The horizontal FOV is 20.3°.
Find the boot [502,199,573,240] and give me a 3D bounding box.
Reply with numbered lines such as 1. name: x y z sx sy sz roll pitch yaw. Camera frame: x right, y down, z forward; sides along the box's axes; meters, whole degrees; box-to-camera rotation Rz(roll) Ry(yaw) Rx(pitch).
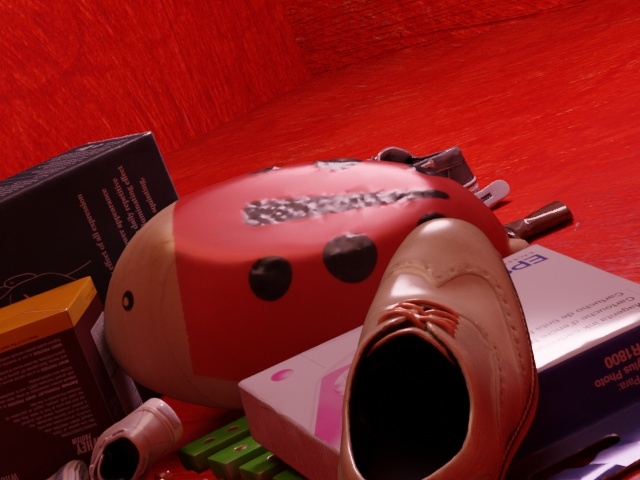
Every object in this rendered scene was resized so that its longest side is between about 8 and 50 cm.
1. boot: 0.260 -0.018 2.142 0.114 0.037 0.106 -19 12 -14

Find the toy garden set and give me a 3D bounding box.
1. toy garden set: -0.066 0.220 1.590 0.204 0.049 0.244 -25 12 -25

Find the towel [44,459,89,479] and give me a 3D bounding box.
1. towel: -0.353 0.302 1.711 0.285 0.034 0.209 -26 10 2

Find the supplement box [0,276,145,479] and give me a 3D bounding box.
1. supplement box: -0.301 0.172 1.865 0.191 0.194 0.129 -20 12 9

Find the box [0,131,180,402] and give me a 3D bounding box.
1. box: -0.347 0.083 2.125 0.395 0.293 0.212 -27 12 -29

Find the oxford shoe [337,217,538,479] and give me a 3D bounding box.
1. oxford shoe: 0.088 0.094 1.308 0.140 0.146 0.397 -2 39 7

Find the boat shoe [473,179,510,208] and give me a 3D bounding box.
1. boat shoe: 0.208 -0.048 2.395 0.100 0.035 0.035 -30 -14 -22

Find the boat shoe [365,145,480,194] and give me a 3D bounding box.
1. boat shoe: 0.104 -0.084 2.566 0.108 0.102 0.301 -29 13 -33

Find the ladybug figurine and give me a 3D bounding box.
1. ladybug figurine: -0.008 0.027 1.830 0.449 0.162 0.305 -10 39 0

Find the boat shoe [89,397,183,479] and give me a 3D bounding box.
1. boat shoe: -0.190 0.212 1.716 0.063 0.066 0.184 -37 1 -37

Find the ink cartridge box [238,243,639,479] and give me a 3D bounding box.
1. ink cartridge box: 0.138 0.119 1.473 0.324 0.071 0.330 -23 19 -20
